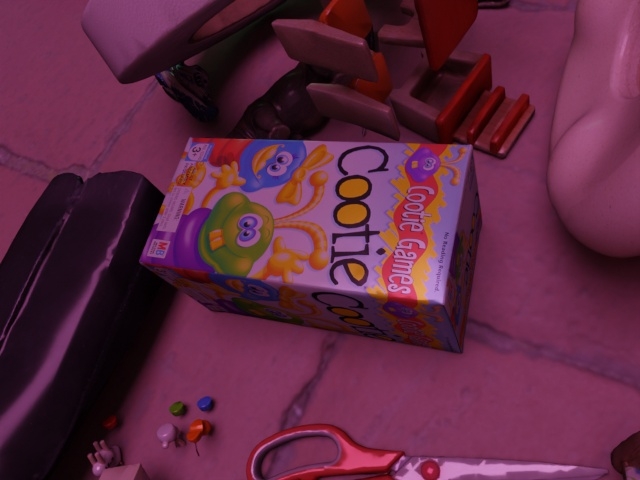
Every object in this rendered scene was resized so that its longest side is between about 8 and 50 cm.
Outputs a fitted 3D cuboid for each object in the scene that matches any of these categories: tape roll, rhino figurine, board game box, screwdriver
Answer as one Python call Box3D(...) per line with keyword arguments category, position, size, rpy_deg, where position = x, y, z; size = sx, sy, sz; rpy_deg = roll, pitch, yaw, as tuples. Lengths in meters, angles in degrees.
Box3D(category="tape roll", position=(-0.078, -0.305, 0.604), size=(0.392, 0.072, 0.392), rpy_deg=(-29, 18, 11))
Box3D(category="rhino figurine", position=(-0.051, -0.139, 0.642), size=(0.243, 0.073, 0.106), rpy_deg=(-38, 44, 0))
Box3D(category="board game box", position=(0.000, 0.000, 0.513), size=(0.276, 0.142, 0.144), rpy_deg=(6, 67, 22))
Box3D(category="screwdriver", position=(0.056, -0.202, 0.673), size=(0.024, 0.025, 0.169), rpy_deg=(-4, 72, 17))

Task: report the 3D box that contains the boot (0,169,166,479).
Box3D(category="boot", position=(-0.380, 0.122, 0.585), size=(0.367, 0.146, 0.444), rpy_deg=(9, 69, 20))

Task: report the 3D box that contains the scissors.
Box3D(category="scissors", position=(0.074, 0.189, 0.462), size=(0.297, 0.021, 0.108), rpy_deg=(-21, 57, 11))

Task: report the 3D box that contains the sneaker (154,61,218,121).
Box3D(category="sneaker", position=(-0.176, -0.214, 0.740), size=(0.058, 0.052, 0.135), rpy_deg=(-42, 59, -10))

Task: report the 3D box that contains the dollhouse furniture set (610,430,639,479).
Box3D(category="dollhouse furniture set", position=(0.344, 0.271, 0.186), size=(0.395, 0.256, 0.361), rpy_deg=(-1, 64, 19))

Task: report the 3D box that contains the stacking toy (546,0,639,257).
Box3D(category="stacking toy", position=(0.444, -0.109, 0.369), size=(0.481, 0.350, 0.350), rpy_deg=(15, 69, 5))

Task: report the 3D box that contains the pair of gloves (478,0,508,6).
Box3D(category="pair of gloves", position=(0.177, -0.409, 0.716), size=(0.240, 0.042, 0.204), rpy_deg=(25, 75, 27))

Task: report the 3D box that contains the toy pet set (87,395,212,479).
Box3D(category="toy pet set", position=(-0.163, 0.224, 0.521), size=(0.122, 0.065, 0.114), rpy_deg=(-13, 26, 10))

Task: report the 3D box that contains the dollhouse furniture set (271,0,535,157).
Box3D(category="dollhouse furniture set", position=(0.122, -0.199, 0.501), size=(0.135, 0.259, 0.262), rpy_deg=(29, 77, 31))
